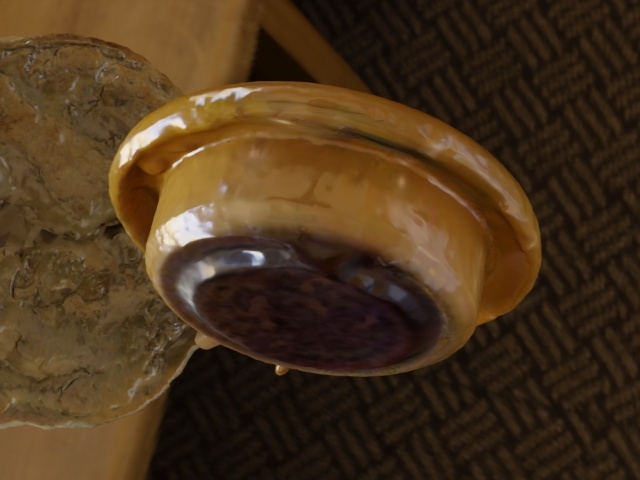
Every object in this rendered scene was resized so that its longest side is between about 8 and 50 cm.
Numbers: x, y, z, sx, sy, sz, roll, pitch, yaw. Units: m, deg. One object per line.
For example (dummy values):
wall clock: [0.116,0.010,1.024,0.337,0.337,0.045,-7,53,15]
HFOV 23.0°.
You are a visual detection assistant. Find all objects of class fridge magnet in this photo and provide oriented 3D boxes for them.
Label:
fridge magnet: [0.000,0.000,0.510,0.143,0.143,0.063,5,61,16]

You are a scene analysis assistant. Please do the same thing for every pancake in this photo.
pancake: [-0.104,-0.004,0.582,0.158,0.028,0.158,3,73,-11]
